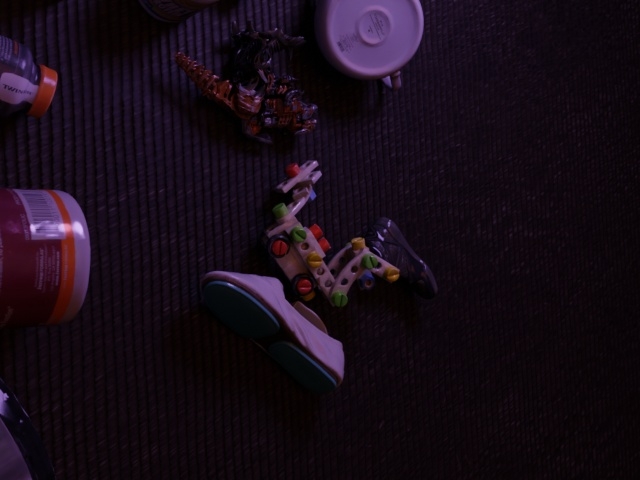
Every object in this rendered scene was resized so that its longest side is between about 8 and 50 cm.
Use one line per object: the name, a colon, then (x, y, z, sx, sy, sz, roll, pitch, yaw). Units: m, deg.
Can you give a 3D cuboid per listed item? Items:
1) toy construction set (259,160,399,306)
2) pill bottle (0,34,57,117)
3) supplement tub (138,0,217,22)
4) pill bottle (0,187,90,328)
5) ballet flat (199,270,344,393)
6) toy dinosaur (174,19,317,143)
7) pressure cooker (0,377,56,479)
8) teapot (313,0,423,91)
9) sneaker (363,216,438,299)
toy construction set: (0.000, 0.000, 1.708, 0.215, 0.151, 0.328, -34, 100, -7)
pill bottle: (-0.557, -0.279, 1.328, 0.245, 0.130, 0.130, 19, 76, -34)
supplement tub: (-0.247, -0.498, 1.529, 0.144, 0.199, 0.144, 3, 85, -36)
pill bottle: (-0.569, 0.029, 1.228, 0.392, 0.224, 0.224, 0, 87, -40)
ballet flat: (-0.088, 0.158, 1.663, 0.400, 0.139, 0.139, 45, 63, -30)
toy dinosaur: (-0.130, -0.313, 1.645, 0.322, 0.164, 0.218, 12, 96, -57)
pressure cooker: (-0.606, 0.362, 1.068, 0.375, 0.370, 0.420, 41, 45, 17)
teapot: (0.096, -0.474, 1.801, 0.252, 0.187, 0.256, 11, 107, -17)
sneaker: (0.168, 0.071, 1.871, 0.227, 0.087, 0.130, 51, 62, -19)
